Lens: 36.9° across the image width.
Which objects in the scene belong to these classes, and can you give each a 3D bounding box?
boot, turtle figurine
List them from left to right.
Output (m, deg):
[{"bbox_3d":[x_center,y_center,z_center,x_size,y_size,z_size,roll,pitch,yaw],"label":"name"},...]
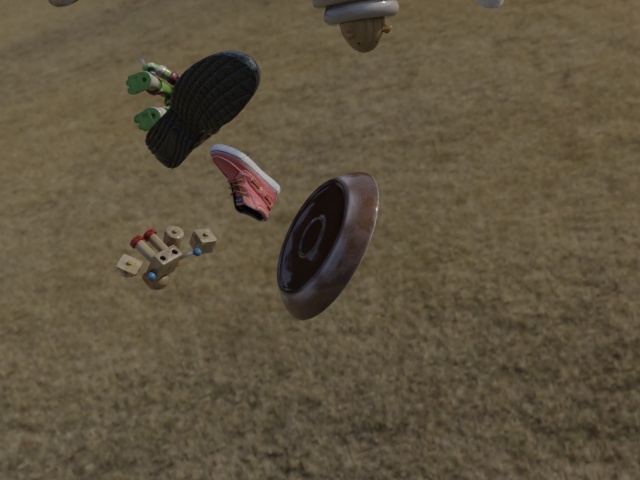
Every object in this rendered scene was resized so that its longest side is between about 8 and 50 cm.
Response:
[{"bbox_3d":[-0.409,-0.334,2.377,0.274,0.198,0.266,21,11,15],"label":"turtle figurine"},{"bbox_3d":[-0.131,-0.205,1.278,0.246,0.083,0.161,-34,12,48],"label":"boot"}]

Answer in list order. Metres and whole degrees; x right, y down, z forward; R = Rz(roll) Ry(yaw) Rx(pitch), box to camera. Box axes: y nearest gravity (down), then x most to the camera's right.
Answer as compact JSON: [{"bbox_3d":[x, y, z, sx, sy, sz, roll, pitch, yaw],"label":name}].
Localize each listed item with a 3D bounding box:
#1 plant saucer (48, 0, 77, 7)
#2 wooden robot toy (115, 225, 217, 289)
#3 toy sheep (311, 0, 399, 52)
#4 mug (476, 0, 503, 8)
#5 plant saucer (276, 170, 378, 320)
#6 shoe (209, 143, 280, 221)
[{"bbox_3d":[-0.339,-0.353,1.306,0.083,0.083,0.015,-2,-16,31],"label":"plant saucer"},{"bbox_3d":[-0.233,0.033,1.387,0.076,0.079,0.173,41,41,18],"label":"wooden robot toy"},{"bbox_3d":[0.029,-0.223,0.798,0.091,0.132,0.091,-12,10,2],"label":"toy sheep"},{"bbox_3d":[0.358,-0.541,2.037,0.078,0.064,0.062,30,57,16],"label":"mug"},{"bbox_3d":[0.000,0.000,1.817,0.310,0.050,0.311,-46,30,36],"label":"plant saucer"},{"bbox_3d":[-0.156,-0.111,1.881,0.063,0.178,0.081,-10,52,45],"label":"shoe"}]
